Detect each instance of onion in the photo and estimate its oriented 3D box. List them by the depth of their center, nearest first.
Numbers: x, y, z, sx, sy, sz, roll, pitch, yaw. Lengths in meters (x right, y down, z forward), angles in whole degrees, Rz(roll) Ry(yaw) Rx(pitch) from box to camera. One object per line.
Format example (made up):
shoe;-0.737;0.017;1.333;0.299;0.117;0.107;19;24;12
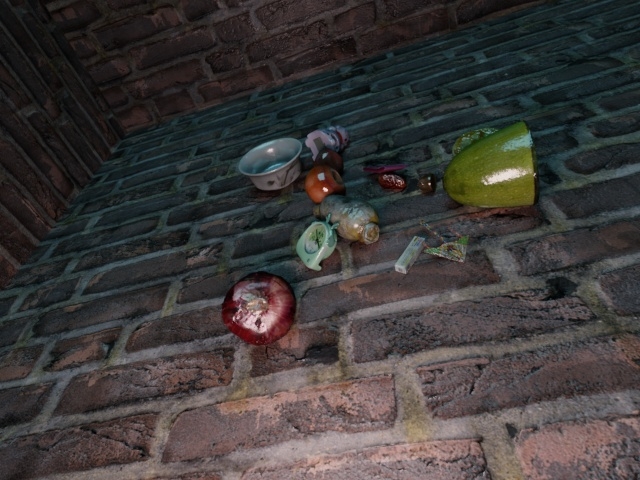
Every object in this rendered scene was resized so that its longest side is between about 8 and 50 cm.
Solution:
onion;-0.205;0.229;1.353;0.252;0.219;0.252;4;73;-14

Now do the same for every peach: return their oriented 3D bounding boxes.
peach;0.042;-0.392;2.012;0.152;0.152;0.152;-13;39;11

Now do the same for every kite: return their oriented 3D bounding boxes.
kite;0.441;-0.005;1.449;0.198;0.006;0.244;-21;48;-15

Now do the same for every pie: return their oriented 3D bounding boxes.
pie;0.731;-0.408;1.780;0.303;0.066;0.302;-13;40;12

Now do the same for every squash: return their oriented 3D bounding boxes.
squash;0.603;-0.256;1.477;0.309;0.310;0.310;-7;40;19

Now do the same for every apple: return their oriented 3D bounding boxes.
apple;0.016;-0.236;1.797;0.162;0.201;0.201;-33;32;26

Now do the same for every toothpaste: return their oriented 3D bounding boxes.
toothpaste;0.325;0.051;1.446;0.046;0.034;0.164;15;51;37

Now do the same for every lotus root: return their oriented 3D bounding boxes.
lotus root;0.102;-0.102;1.623;0.175;0.175;0.350;-40;42;-22

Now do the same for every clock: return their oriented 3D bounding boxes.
clock;0.000;0.000;1.552;0.210;0.066;0.159;-53;41;15
clock;0.060;-0.540;2.177;0.189;0.188;0.254;8;34;31

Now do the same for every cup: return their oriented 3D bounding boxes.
cup;-0.236;-0.379;2.107;0.348;0.163;0.347;-13;38;11

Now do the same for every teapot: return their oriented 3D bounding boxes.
teapot;0.450;-0.246;1.714;0.068;0.076;0.121;-1;15;37

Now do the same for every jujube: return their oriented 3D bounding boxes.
jujube;0.319;-0.262;1.789;0.129;0.077;0.077;20;54;35

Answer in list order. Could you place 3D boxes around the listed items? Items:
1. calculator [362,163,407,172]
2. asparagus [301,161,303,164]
calculator;0.294;-0.332;1.861;0.127;0.034;0.190;-12;14;-26
asparagus;-0.150;-0.440;2.247;0.165;0.030;0.036;21;44;41
